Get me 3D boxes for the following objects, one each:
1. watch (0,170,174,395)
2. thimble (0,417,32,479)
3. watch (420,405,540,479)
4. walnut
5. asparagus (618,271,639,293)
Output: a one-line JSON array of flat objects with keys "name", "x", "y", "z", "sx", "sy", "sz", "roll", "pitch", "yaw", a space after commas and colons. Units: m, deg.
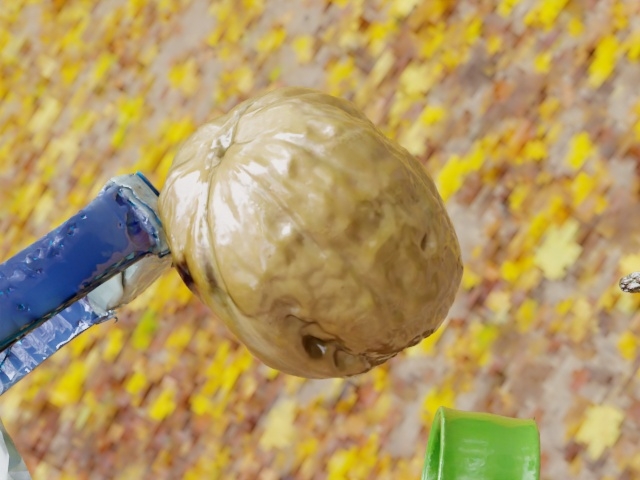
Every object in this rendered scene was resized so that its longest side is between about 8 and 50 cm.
[{"name": "watch", "x": -0.224, "y": 0.081, "z": 1.186, "sx": 0.274, "sy": 0.068, "sz": 0.276, "roll": -40, "pitch": -2, "yaw": -39}, {"name": "thimble", "x": -0.198, "y": 0.103, "z": 0.379, "sx": 0.150, "sy": 0.270, "sz": 0.271, "roll": -55, "pitch": 20, "yaw": 34}, {"name": "watch", "x": 0.094, "y": 0.189, "z": 1.201, "sx": 0.165, "sy": 0.131, "sz": 0.152, "roll": 43, "pitch": -127, "yaw": -88}, {"name": "walnut", "x": 0.000, "y": 0.000, "z": 0.998, "sx": 0.155, "sy": 0.184, "sz": 0.155, "roll": -26, "pitch": 37, "yaw": 21}, {"name": "asparagus", "x": 0.361, "y": 0.033, "z": 1.498, "sx": 0.248, "sy": 0.024, "sz": 0.025, "roll": -1, "pitch": 71, "yaw": 38}]
